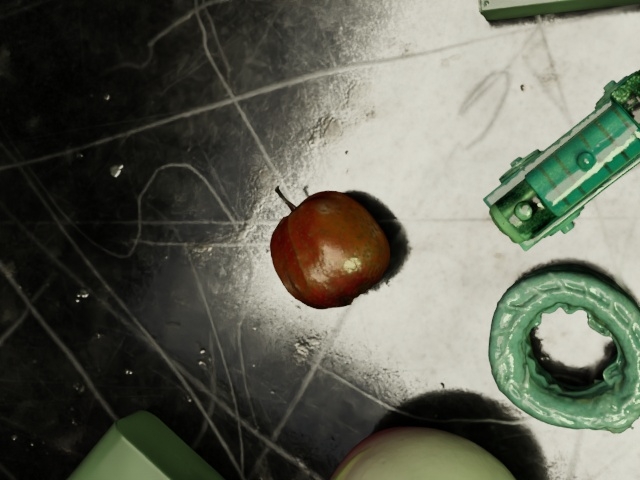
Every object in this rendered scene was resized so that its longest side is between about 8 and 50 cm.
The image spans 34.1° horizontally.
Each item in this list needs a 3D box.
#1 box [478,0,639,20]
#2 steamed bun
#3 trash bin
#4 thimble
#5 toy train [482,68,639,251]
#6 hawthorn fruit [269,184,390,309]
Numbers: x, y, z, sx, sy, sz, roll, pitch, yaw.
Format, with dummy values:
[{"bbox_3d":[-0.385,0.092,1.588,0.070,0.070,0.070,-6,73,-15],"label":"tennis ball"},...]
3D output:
[{"bbox_3d":[0.317,-0.368,1.352,0.225,0.086,0.129,-4,92,16],"label":"box"},{"bbox_3d":[0.121,0.371,1.363,0.309,0.309,0.309,1,93,15],"label":"steamed bun"},{"bbox_3d":[-0.309,0.448,1.528,0.223,0.158,0.343,41,101,10],"label":"trash bin"},{"bbox_3d":[0.329,0.144,1.348,0.198,0.143,0.235,-40,82,15],"label":"thimble"},{"bbox_3d":[0.336,-0.104,1.306,0.298,0.194,0.120,-40,84,14],"label":"toy train"},{"bbox_3d":[0.000,0.000,1.425,0.157,0.157,0.194,-41,76,13],"label":"hawthorn fruit"}]
